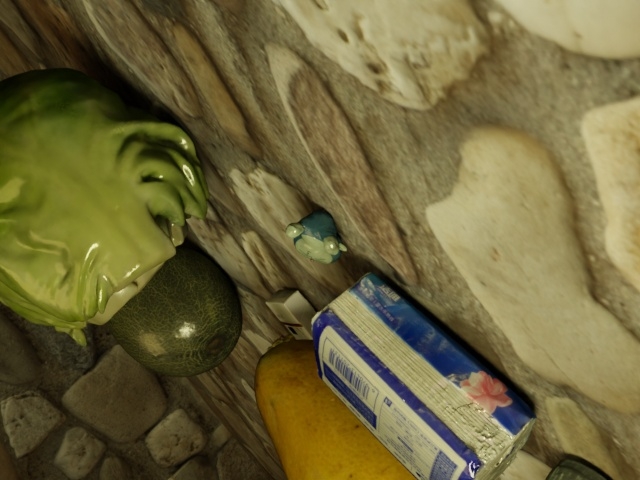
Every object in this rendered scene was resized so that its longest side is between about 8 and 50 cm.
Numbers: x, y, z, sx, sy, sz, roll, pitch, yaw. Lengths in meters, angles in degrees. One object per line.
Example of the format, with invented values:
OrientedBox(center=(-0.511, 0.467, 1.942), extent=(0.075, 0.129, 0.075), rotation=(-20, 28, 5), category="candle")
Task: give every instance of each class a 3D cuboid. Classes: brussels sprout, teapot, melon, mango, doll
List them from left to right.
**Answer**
OrientedBox(center=(-0.387, -0.068, 1.477), extent=(0.361, 0.342, 0.425), rotation=(42, 153, -10), category="brussels sprout")
OrientedBox(center=(-0.286, 0.126, 1.869), extent=(0.301, 0.237, 0.237), rotation=(33, 158, 38), category="melon")
OrientedBox(center=(0.000, 0.000, 1.217), extent=(0.076, 0.050, 0.083), rotation=(24, 156, 11), category="doll")
OrientedBox(center=(0.058, 0.290, 1.395), extent=(0.378, 0.263, 0.221), rotation=(45, 122, 18), category="mango")
OrientedBox(center=(0.285, 0.322, 1.156), extent=(0.149, 0.108, 0.111), rotation=(20, 147, 55), category="teapot")

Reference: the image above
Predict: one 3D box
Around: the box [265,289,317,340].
OrientedBox(center=(-0.016, 0.147, 1.597), extent=(0.154, 0.040, 0.084), rotation=(50, 163, -14), category="box")

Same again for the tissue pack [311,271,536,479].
OrientedBox(center=(0.123, 0.184, 1.204), extent=(0.269, 0.137, 0.209), rotation=(43, 163, 23), category="tissue pack")

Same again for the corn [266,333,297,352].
OrientedBox(center=(0.008, 0.250, 1.704), extent=(0.248, 0.081, 0.081), rotation=(37, 161, 27), category="corn")
